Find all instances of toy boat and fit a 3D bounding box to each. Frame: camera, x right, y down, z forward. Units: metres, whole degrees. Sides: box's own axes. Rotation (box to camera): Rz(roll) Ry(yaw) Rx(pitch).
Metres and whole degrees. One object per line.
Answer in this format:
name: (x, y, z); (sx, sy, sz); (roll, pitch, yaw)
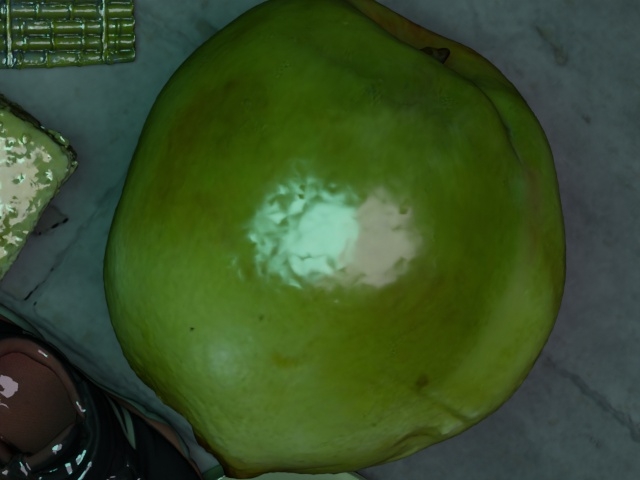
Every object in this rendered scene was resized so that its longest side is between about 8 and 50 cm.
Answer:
toy boat: (-0.191, -0.155, 1.313); (0.115, 0.016, 0.063); (-4, 100, -17)

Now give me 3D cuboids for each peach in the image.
peach: (0.001, -0.008, 1.250); (0.315, 0.314, 0.281); (-45, 139, 12)

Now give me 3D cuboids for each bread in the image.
bread: (-0.277, -0.060, 1.256); (0.196, 0.102, 0.138); (31, 86, -14)

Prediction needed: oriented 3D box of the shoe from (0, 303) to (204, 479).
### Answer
shoe: (-0.174, 0.151, 1.304); (0.291, 0.137, 0.114); (44, 84, -16)

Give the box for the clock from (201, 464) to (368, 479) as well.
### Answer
clock: (-0.036, 0.279, 1.432); (0.235, 0.029, 0.235); (-3, 100, -17)
